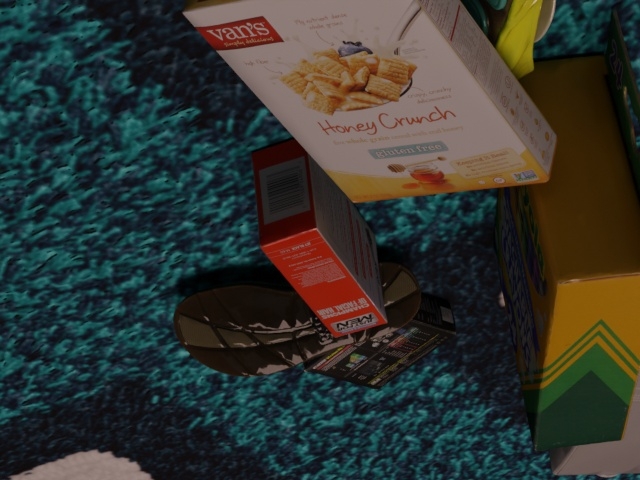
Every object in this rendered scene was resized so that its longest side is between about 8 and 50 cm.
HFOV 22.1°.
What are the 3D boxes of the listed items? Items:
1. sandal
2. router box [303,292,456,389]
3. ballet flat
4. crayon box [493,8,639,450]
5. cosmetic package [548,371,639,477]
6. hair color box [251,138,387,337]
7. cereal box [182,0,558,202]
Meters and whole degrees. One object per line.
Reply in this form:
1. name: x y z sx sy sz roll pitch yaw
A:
1. sandal: -0.020 0.061 1.465 0.219 0.060 0.090 -16 103 0
2. router box: 0.053 0.091 1.545 0.092 0.038 0.122 18 139 -35
3. ballet flat: 0.132 -0.179 1.132 0.077 0.077 0.231 -22 153 -14
4. crayon box: 0.197 0.002 1.291 0.083 0.203 0.323 -6 147 -2
5. cosmetic package: 0.314 0.140 1.625 0.127 0.107 0.238 2 149 -15
6. hair color box: 0.000 0.000 1.345 0.053 0.093 0.167 -17 145 15
7. cereal box: 0.039 -0.114 1.150 0.173 0.047 0.240 -5 146 35
